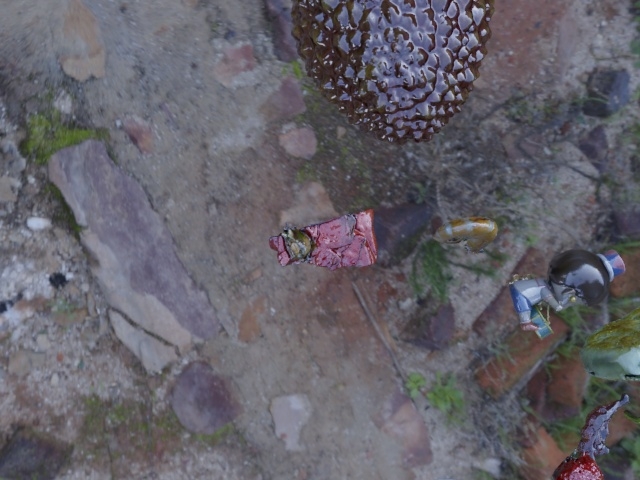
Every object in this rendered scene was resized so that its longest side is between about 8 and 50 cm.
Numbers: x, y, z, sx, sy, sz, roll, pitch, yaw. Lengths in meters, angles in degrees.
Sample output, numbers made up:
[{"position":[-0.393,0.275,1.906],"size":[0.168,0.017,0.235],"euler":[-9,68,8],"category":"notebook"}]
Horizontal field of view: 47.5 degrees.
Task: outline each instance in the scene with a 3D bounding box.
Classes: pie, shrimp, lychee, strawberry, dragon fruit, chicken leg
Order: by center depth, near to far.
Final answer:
[{"position":[0.085,-0.236,0.848],"size":[0.271,0.271,0.271],"euler":[-6,110,-17],"category":"lychee"},{"position":[0.001,-0.015,1.303],"size":[0.192,0.122,0.092],"euler":[-7,125,-13],"category":"dragon fruit"},{"position":[0.506,0.467,1.413],"size":[0.106,0.106,0.106],"euler":[-6,110,-17],"category":"strawberry"},{"position":[0.712,0.194,1.515],"size":[0.371,0.296,0.078],"euler":[-20,94,1],"category":"pie"},{"position":[0.351,-0.005,1.778],"size":[0.152,0.287,0.063],"euler":[-9,75,7],"category":"shrimp"},{"position":[0.757,0.502,1.964],"size":[0.089,0.048,0.219],"euler":[24,84,0],"category":"chicken leg"}]

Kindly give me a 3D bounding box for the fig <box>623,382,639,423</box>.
[{"position":[0.427,0.194,0.896],"size":[0.082,0.084,0.098],"euler":[18,101,-41],"category":"fig"}]

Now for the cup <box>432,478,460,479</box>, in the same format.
[{"position":[0.231,0.630,1.312],"size":[0.253,0.371,0.253],"euler":[3,110,7],"category":"cup"}]

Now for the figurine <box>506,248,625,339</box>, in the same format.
[{"position":[0.582,0.112,1.713],"size":[0.275,0.161,0.158],"euler":[-32,108,18],"category":"figurine"}]
